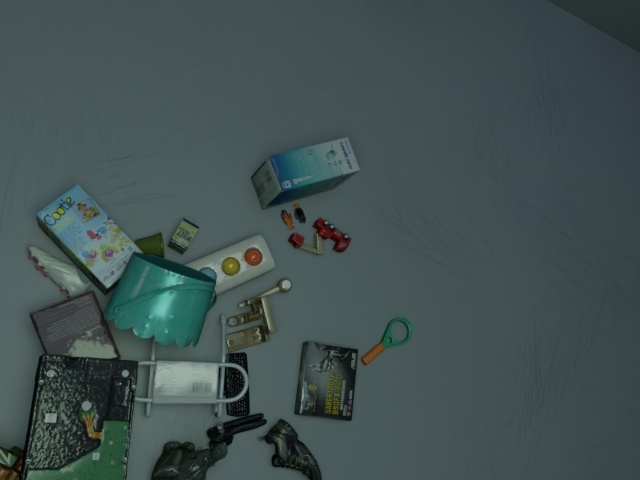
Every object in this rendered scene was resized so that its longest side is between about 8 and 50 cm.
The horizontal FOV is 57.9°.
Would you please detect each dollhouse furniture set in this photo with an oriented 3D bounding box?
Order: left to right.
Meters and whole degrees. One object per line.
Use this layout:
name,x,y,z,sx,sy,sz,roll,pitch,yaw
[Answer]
dollhouse furniture set,-0.221,0.255,1.763,0.123,0.151,0.144,-13,85,-24

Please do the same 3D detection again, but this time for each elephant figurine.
elephant figurine,-0.368,0.624,1.563,0.169,0.239,0.186,15,72,-19

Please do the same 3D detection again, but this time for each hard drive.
hard drive,-0.583,0.457,1.408,0.237,0.064,0.339,12,68,-31

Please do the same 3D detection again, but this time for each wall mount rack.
wall mount rack,-0.388,0.357,1.682,0.350,0.130,0.304,6,79,-16

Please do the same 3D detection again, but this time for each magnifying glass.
magnifying glass,0.230,0.351,2.003,0.231,0.026,0.092,-35,92,-25

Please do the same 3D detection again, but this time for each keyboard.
keyboard,-0.263,0.440,1.766,0.100,0.038,0.192,-1,76,-23

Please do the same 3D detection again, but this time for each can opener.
can opener,-0.251,0.560,1.739,0.186,0.073,0.059,-17,45,-28

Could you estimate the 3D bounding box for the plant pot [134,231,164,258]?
plant pot,-0.516,0.020,1.748,0.079,0.083,0.083,-8,80,-12

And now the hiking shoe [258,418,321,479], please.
hiking shoe,-0.090,0.664,1.770,0.114,0.086,0.227,-36,86,-12

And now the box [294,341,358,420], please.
box,0.021,0.454,1.871,0.183,0.056,0.231,14,72,-20

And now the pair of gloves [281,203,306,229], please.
pair of gloves,-0.092,-0.082,1.983,0.083,0.010,0.074,-26,87,-29

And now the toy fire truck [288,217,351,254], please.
toy fire truck,0.000,0.000,1.980,0.192,0.047,0.135,34,67,-13

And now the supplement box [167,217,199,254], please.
supplement box,-0.424,-0.011,1.785,0.056,0.083,0.083,31,69,-12

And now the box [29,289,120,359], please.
box,-0.663,0.264,1.568,0.167,0.168,0.203,-22,85,-27

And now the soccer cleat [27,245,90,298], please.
soccer cleat,-0.742,0.081,1.642,0.196,0.068,0.076,49,59,-13

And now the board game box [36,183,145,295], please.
board game box,-0.653,0.002,1.653,0.275,0.142,0.144,48,64,-6

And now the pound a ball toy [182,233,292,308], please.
pound a ball toy,-0.252,0.115,1.798,0.319,0.136,0.208,-23,87,-25

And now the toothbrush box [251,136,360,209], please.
toothbrush box,-0.052,-0.221,1.920,0.295,0.216,0.126,-17,84,-25

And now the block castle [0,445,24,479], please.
block castle,-0.852,0.627,1.375,0.453,0.213,0.303,33,67,-12

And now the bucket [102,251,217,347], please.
bucket,-0.423,0.156,1.568,0.281,0.281,0.183,21,90,-17
